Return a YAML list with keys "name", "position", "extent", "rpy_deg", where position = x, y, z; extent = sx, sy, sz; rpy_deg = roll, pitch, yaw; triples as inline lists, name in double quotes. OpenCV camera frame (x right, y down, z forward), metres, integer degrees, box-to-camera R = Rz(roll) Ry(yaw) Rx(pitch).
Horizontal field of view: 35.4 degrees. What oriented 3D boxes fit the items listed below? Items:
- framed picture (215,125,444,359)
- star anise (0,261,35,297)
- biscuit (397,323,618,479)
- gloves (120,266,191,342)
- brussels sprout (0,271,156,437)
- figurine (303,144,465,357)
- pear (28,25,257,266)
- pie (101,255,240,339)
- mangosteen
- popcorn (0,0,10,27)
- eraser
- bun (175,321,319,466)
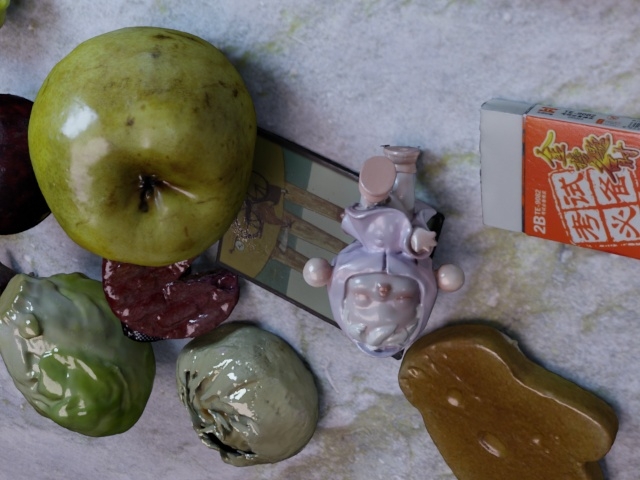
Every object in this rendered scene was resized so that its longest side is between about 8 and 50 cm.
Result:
- name: "framed picture"
  position: [0.000, 0.000, 1.388]
  extent: [0.324, 0.013, 0.244]
  rpy_deg: [27, 125, 21]
- name: "star anise"
  position: [-0.603, 0.139, 1.944]
  extent: [0.209, 0.089, 0.231]
  rpy_deg: [34, 125, 25]
- name: "biscuit"
  position: [0.269, 0.252, 1.349]
  extent: [0.287, 0.057, 0.344]
  rpy_deg: [-29, 100, 47]
- name: "gloves"
  position: [-0.262, 0.066, 1.612]
  extent: [0.129, 0.106, 0.181]
  rpy_deg: [6, 104, -11]
- name: "brussels sprout"
  position: [-0.419, 0.191, 1.699]
  extent: [0.316, 0.242, 0.274]
  rpy_deg: [47, -178, -4]
- name: "figurine"
  position: [0.080, 0.018, 1.252]
  extent: [0.200, 0.133, 0.276]
  rpy_deg: [3, 114, 1]
- name: "pear"
  position: [-0.232, -0.131, 1.308]
  extent: [0.304, 0.304, 0.304]
  rpy_deg: [21, 131, 26]
- name: "pie"
  position: [-0.230, 0.049, 1.528]
  extent: [0.054, 0.204, 0.219]
  rpy_deg: [-118, 18, -66]
- name: "mangosteen"
  position: [-0.527, -0.122, 1.566]
  extent: [0.228, 0.265, 0.228]
  rpy_deg: [-23, 64, 59]
- name: "popcorn"
  position: [-0.555, -0.395, 1.446]
  extent: [0.255, 0.195, 0.256]
  rpy_deg: [16, 129, 42]
- name: "eraser"
  position: [0.289, -0.067, 1.112]
  extent: [0.230, 0.038, 0.157]
  rpy_deg: [14, 128, 31]
- name: "bun"
  position: [-0.128, 0.264, 1.612]
  extent: [0.259, 0.152, 0.259]
  rpy_deg: [19, 128, 27]
